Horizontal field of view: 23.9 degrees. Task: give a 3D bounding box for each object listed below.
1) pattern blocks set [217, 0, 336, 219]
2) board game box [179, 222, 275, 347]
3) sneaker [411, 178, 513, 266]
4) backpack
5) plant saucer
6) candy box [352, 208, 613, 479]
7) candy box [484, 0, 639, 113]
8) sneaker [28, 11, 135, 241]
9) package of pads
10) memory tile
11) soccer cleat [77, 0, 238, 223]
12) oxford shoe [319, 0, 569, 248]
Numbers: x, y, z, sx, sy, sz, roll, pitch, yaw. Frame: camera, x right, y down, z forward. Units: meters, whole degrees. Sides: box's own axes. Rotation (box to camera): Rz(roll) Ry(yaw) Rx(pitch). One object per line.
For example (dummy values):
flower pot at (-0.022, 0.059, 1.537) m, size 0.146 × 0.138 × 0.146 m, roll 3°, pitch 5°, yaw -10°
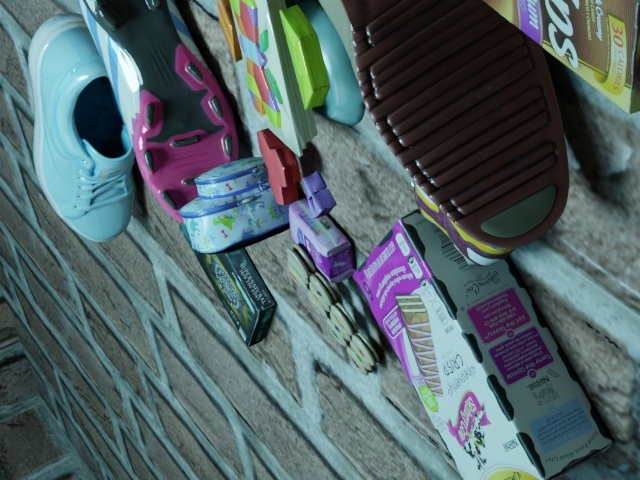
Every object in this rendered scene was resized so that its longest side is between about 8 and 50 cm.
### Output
pattern blocks set at (-0.050, -0.175, 1.368) m, size 0.285 × 0.026 × 0.325 m, roll -159°, pitch 51°, yaw -73°
board game box at (-0.117, 0.029, 1.857) m, size 0.186 × 0.026 × 0.126 m, roll 59°, pitch 160°, yaw 16°
sneaker at (0.087, -0.064, 1.139) m, size 0.185 × 0.069 × 0.084 m, roll 63°, pitch 156°, yaw 7°
backpack at (-0.088, -0.038, 1.563) m, size 0.105 × 0.114 × 0.084 m, roll 9°, pitch 122°, yaw 68°
plant saucer at (-0.002, -0.153, 1.334) m, size 0.119 × 0.021 × 0.119 m, roll 53°, pitch 158°, yaw 32°
candy box at (0.125, 0.093, 1.232) m, size 0.233 × 0.071 × 0.159 m, roll 61°, pitch 160°, yaw 10°
candy box at (0.144, -0.170, 0.885) m, size 0.187 × 0.053 × 0.109 m, roll 46°, pitch 153°, yaw 40°
sneaker at (-0.304, -0.115, 2.008) m, size 0.150 × 0.135 × 0.366 m, roll 52°, pitch 158°, yaw 41°
package of pads at (0.000, 0.000, 1.505) m, size 0.083 × 0.032 × 0.050 m, roll 48°, pitch 159°, yaw 40°
memory tile at (0.010, 0.073, 1.544) m, size 0.148 × 0.012 × 0.113 m, roll 55°, pitch 170°, yaw 8°
soccer cleat at (-0.173, -0.179, 1.654) m, size 0.143 × 0.116 × 0.331 m, roll -133°, pitch 22°, yaw -80°
oxford shoe at (0.070, -0.153, 1.054) m, size 0.348 × 0.123 × 0.130 m, roll 64°, pitch -176°, yaw 7°
